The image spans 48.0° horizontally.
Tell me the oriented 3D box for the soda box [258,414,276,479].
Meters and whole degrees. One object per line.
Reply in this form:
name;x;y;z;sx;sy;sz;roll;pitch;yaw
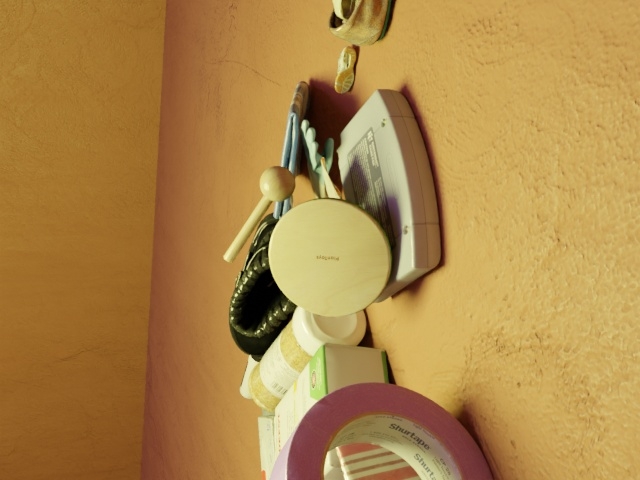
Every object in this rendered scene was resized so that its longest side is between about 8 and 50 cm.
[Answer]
soda box;-0.059;0.493;1.438;0.091;0.098;0.286;155;112;-65

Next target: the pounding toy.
pounding toy;0.000;0.000;1.093;0.183;0.237;0.110;-62;-4;21

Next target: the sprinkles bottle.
sprinkles bottle;-0.035;0.215;1.343;0.355;0.121;0.121;124;139;-53

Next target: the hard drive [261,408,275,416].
hard drive;-0.105;0.365;1.634;0.135;0.022;0.094;128;136;-55

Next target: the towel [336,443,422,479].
towel;0.096;0.313;1.016;0.197;0.144;0.029;-114;27;-42

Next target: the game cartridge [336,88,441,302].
game cartridge;0.102;-0.071;1.107;0.196;0.060;0.294;131;133;-62

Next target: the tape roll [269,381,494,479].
tape roll;0.077;0.318;0.892;0.090;0.275;0.274;116;145;-45

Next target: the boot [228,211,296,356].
boot;-0.115;0.134;1.416;0.260;0.131;0.347;-93;13;-64

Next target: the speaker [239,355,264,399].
speaker;-0.152;0.314;1.704;0.055;0.055;0.136;-115;33;-44

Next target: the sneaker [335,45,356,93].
sneaker;0.045;-0.301;1.267;0.037;0.032;0.083;-108;30;-64

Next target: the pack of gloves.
pack of gloves;0.025;-0.091;1.238;0.232;0.046;0.195;78;169;-58

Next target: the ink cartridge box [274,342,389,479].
ink cartridge box;0.015;0.326;1.201;0.278;0.117;0.201;120;153;-50

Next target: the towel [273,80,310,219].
towel;-0.050;-0.175;1.353;0.285;0.034;0.209;-85;4;-67

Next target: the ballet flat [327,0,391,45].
ballet flat;0.073;-0.455;1.093;0.107;0.106;0.315;-131;46;-57
